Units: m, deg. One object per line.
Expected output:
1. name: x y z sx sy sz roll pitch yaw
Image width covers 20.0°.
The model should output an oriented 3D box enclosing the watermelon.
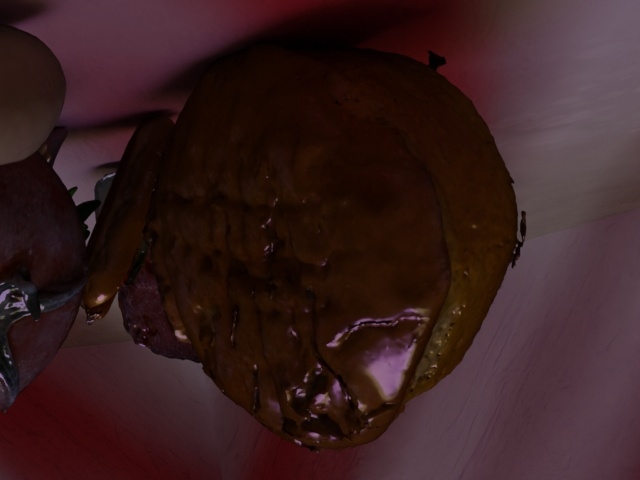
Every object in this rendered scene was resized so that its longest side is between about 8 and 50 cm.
1. watermelon: -0.164 0.025 2.186 0.193 0.257 0.140 -4 174 10

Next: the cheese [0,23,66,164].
1. cheese: -0.360 -0.110 1.315 0.351 0.129 0.328 -9 173 -8

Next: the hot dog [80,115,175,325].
1. hot dog: -0.205 -0.020 1.921 0.062 0.236 0.092 23 172 -12

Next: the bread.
1. bread: 0.000 0.000 1.746 0.215 0.398 0.398 -20 180 -40

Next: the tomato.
1. tomato: -0.372 0.026 1.665 0.316 0.317 0.282 -3 -152 -44

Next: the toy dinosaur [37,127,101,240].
1. toy dinosaur: -0.333 -0.046 1.906 0.194 0.177 0.152 -43 159 14
